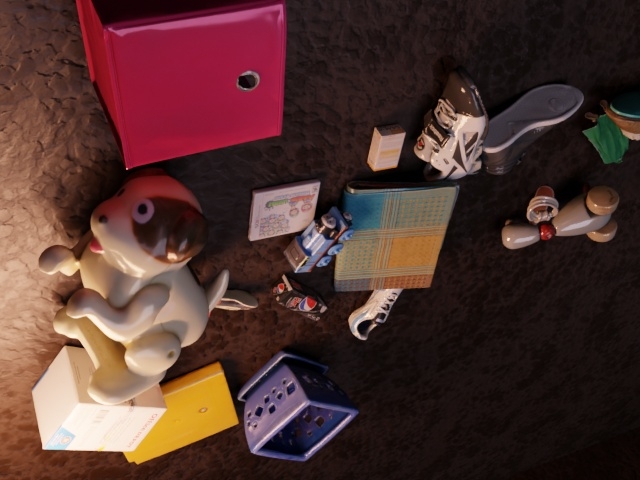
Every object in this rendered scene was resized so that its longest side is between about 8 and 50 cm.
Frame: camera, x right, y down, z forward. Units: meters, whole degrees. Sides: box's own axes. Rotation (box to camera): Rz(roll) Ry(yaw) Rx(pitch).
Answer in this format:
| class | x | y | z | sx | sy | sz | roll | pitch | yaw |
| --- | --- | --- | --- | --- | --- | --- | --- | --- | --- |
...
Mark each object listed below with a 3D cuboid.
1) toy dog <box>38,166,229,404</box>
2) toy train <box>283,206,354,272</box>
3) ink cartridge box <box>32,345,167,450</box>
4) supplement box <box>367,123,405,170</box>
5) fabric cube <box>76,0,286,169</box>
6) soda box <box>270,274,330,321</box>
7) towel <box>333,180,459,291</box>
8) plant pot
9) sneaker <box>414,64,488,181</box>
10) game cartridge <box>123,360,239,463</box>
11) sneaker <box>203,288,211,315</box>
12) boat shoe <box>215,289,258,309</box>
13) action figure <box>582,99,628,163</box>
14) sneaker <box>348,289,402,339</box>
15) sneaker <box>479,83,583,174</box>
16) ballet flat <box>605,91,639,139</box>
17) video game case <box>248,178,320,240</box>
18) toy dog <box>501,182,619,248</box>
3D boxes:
| class | x | y | z | sx | sy | sz | roll | pitch | yaw |
| --- | --- | --- | --- | --- | --- | --- | --- | --- | --- |
| toy dog | -0.335 | 0.066 | 1.499 | 0.395 | 0.284 | 0.408 | -10 | 135 | -25 |
| toy train | 0.000 | 0.000 | 1.777 | 0.105 | 0.080 | 0.184 | -5 | 145 | -46 |
| ink cartridge box | -0.515 | 0.373 | 1.791 | 0.232 | 0.168 | 0.171 | 18 | 121 | -43 |
| supplement box | 0.146 | -0.207 | 1.707 | 0.062 | 0.036 | 0.098 | -11 | 137 | -23 |
| fabric cube | -0.220 | -0.305 | 1.189 | 0.258 | 0.259 | 0.254 | -15 | 140 | -19 |
| soda box | -0.050 | 0.148 | 1.939 | 0.053 | 0.060 | 0.169 | -43 | 140 | 13 |
| towel | 0.174 | -0.006 | 1.891 | 0.271 | 0.040 | 0.370 | -1 | 137 | -7 |
| plant pot | -0.077 | 0.448 | 2.122 | 0.236 | 0.212 | 0.236 | -44 | 140 | 17 |
| sneaker | 0.281 | -0.236 | 1.695 | 0.146 | 0.122 | 0.330 | -21 | 144 | -6 |
| game cartridge | -0.396 | 0.471 | 2.075 | 0.323 | 0.053 | 0.285 | -19 | 140 | -12 |
| sneaker | -0.353 | 0.187 | 1.766 | 0.128 | 0.087 | 0.221 | 20 | 118 | -46 |
| boat shoe | -0.213 | 0.146 | 1.842 | 0.137 | 0.049 | 0.043 | 14 | 127 | -39 |
| action figure | 0.759 | -0.271 | 2.017 | 0.137 | 0.063 | 0.232 | -38 | 137 | 6 |
| sneaker | 0.168 | 0.176 | 2.093 | 0.085 | 0.086 | 0.237 | 17 | 120 | -41 |
| sneaker | 0.489 | -0.264 | 1.834 | 0.295 | 0.104 | 0.147 | -30 | 155 | -11 |
| ballet flat | 0.829 | -0.326 | 1.939 | 0.342 | 0.116 | 0.124 | -29 | 147 | -31 |
| video game case | -0.082 | -0.068 | 1.721 | 0.157 | 0.019 | 0.143 | -12 | 138 | -23 |
| toy dog | 0.663 | -0.082 | 2.125 | 0.333 | 0.161 | 0.220 | 1 | 136 | -14 |
